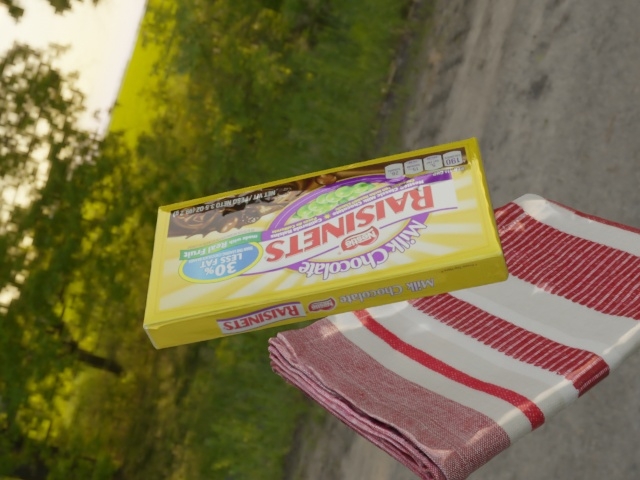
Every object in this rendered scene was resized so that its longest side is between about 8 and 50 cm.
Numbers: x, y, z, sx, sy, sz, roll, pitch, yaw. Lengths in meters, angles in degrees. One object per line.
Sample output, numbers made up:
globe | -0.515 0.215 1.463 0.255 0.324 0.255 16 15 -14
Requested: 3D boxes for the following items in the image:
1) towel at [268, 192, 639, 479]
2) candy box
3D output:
towel | 0.146 0.060 0.828 0.237 0.329 0.037 26 138 51
candy box | 0.000 0.000 0.589 0.105 0.206 0.027 -93 -13 -44
